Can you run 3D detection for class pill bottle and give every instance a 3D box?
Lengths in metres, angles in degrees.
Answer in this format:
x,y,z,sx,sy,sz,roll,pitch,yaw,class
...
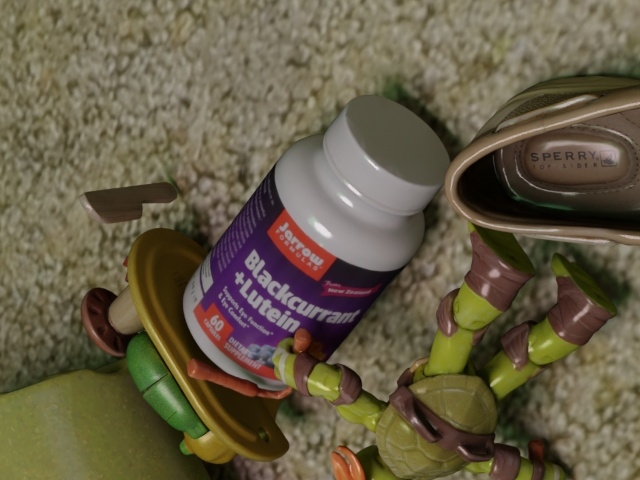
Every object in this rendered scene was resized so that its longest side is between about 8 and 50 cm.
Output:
x,y,z,sx,sy,sz,roll,pitch,yaw,class
0.000,0.000,1.295,0.108,0.108,0.193,44,125,10,pill bottle

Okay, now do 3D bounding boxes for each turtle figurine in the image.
x,y,z,sx,sy,sz,roll,pitch,yaw,class
0.069,0.092,1.254,0.269,0.087,0.217,30,113,-14,turtle figurine

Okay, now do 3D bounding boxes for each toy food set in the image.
x,y,z,sx,sy,sz,roll,pitch,yaw,class
-0.104,0.067,1.368,0.071,0.128,0.218,-31,89,25,toy food set

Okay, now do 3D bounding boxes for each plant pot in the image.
x,y,z,sx,sy,sz,roll,pitch,yaw,class
-0.167,0.224,1.414,0.276,0.276,0.254,-23,83,36,plant pot

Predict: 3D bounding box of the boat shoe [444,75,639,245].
x,y,z,sx,sy,sz,roll,pitch,yaw,class
0.236,-0.041,1.133,0.341,0.110,0.122,-6,105,33,boat shoe
